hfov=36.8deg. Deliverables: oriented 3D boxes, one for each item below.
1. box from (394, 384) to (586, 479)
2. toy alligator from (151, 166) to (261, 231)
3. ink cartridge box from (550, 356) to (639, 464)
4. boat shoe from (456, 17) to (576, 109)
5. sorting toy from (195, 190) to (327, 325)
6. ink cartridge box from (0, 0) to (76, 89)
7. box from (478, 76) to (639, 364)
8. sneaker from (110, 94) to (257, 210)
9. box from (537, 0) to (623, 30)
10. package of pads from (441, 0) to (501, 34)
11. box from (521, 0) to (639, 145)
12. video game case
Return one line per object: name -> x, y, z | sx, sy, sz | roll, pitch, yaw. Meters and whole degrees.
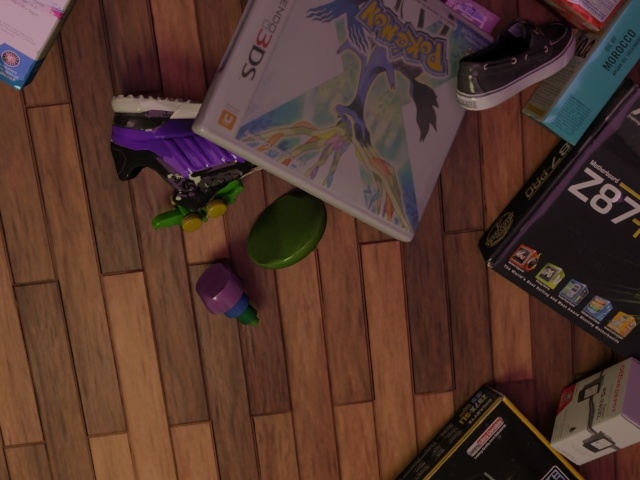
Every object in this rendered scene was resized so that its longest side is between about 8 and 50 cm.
box -> 0.235, 0.423, 1.456 | 0.322, 0.079, 0.257 | -45, 106, -6
toy alligator -> -0.145, -0.059, 1.342 | 0.189, 0.056, 0.051 | -30, 150, -2
ink cartridge box -> 0.416, 0.249, 1.402 | 0.063, 0.109, 0.150 | 35, 140, -11
boat shoe -> 0.255, -0.249, 1.252 | 0.228, 0.080, 0.076 | -32, 128, -29
sorting toy -> 0.000, 0.000, 1.352 | 0.365, 0.127, 0.126 | -39, 128, 4
ink cartridge box -> -0.383, -0.328, 1.230 | 0.134, 0.078, 0.231 | 31, 101, -13
box -> 0.476, 0.003, 1.365 | 0.395, 0.097, 0.318 | 34, 107, -12
sneaker -> -0.139, -0.110, 1.287 | 0.293, 0.102, 0.146 | 6, 92, 2
box -> 0.286, -0.397, 1.238 | 0.256, 0.122, 0.128 | 34, 99, -12
package of pads -> 0.198, -0.301, 1.306 | 0.083, 0.032, 0.050 | 29, 100, -11
box -> 0.379, -0.252, 1.299 | 0.060, 0.100, 0.244 | 32, 101, -14
video game case -> 0.041, -0.198, 1.195 | 0.329, 0.036, 0.300 | 27, 83, -28
